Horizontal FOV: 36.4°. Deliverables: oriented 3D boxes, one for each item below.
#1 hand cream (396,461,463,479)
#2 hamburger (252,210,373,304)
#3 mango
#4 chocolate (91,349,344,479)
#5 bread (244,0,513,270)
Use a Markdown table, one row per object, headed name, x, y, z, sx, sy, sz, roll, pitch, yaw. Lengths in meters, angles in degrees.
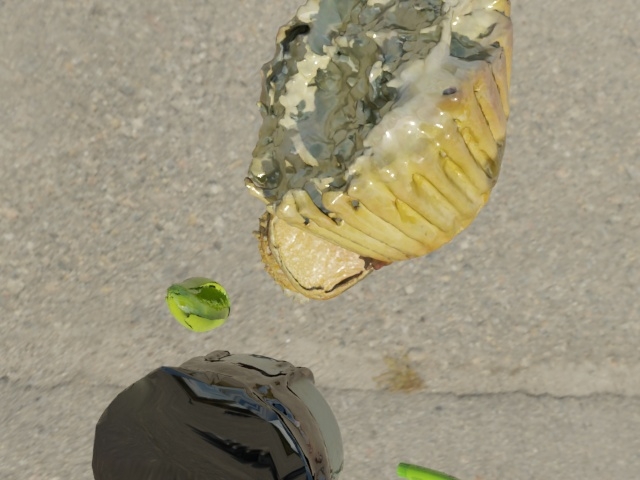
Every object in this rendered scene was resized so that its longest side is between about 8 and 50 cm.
| name | x | y | z | sx | sy | sz | roll | pitch | yaw |
| --- | --- | --- | --- | --- | --- | --- | --- | --- | --- |
| hand cream | 0.165 | 0.342 | 1.399 | 0.036 | 0.122 | 0.023 | 26 | 75 | -50 |
| hamburger | -0.005 | 0.000 | 1.837 | 0.245 | 0.211 | 0.260 | 14 | 96 | -11 |
| mango | -0.206 | 0.103 | 1.587 | 0.165 | 0.074 | 0.091 | 24 | 46 | -63 |
| chocolate | -0.094 | 0.237 | 1.096 | 0.283 | 0.283 | 0.186 | 53 | 31 | -2 |
| bread | 0.055 | -0.114 | 0.816 | 0.149 | 0.274 | 0.274 | 36 | 54 | -37 |
